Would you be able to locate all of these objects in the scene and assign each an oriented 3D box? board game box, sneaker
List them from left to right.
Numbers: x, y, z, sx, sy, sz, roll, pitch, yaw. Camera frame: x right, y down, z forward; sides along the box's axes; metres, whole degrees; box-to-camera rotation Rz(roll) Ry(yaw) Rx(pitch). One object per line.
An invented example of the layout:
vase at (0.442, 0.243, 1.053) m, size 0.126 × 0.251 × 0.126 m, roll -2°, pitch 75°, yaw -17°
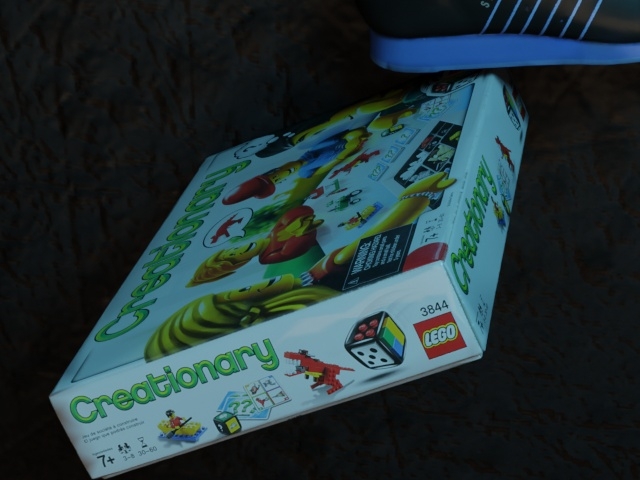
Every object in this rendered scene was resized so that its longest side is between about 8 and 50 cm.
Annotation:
board game box at (0.000, 0.000, 0.883) m, size 0.193 × 0.305 × 0.053 m, roll -20°, pitch 108°, yaw 18°
sneaker at (0.128, -0.147, 0.914) m, size 0.232 × 0.081 × 0.090 m, roll -5°, pitch 123°, yaw 13°
